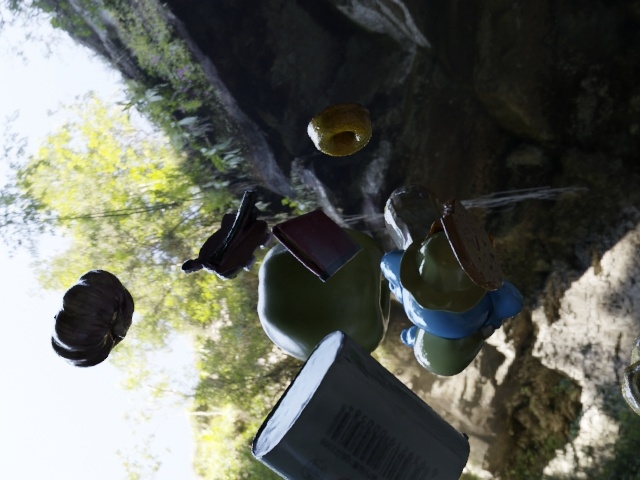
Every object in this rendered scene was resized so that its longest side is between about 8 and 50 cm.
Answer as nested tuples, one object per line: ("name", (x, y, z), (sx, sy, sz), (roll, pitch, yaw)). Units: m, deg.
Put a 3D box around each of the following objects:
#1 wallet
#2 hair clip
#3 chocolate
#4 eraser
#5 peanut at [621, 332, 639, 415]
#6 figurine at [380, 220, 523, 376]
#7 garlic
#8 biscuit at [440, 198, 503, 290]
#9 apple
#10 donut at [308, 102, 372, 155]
("wallet", (0.000, 0.000, 0.978), (0.119, 0.025, 0.232), (43, -162, 6))
("hair clip", (-0.156, -0.005, 1.051), (0.056, 0.146, 0.187), (50, -122, -47))
("chocolate", (0.212, -0.005, 1.166), (0.134, 0.134, 0.309), (28, -149, -34))
("eraser", (0.056, 0.243, 0.683), (0.227, 0.081, 0.174), (42, -111, -15))
("peanut", (0.515, 0.202, 0.841), (0.137, 0.122, 0.253), (48, -144, 17))
("figurine", (0.175, 0.092, 0.845), (0.153, 0.262, 0.180), (-22, -122, -27))
("garlic", (-0.357, 0.128, 0.908), (0.147, 0.102, 0.159), (-34, -34, -74))
("biscuit", (0.170, 0.007, 0.641), (0.130, 0.019, 0.102), (30, -139, -47))
("apple", (0.013, 0.142, 1.433), (0.357, 0.357, 0.358), (2, -93, -38))
("donut", (0.050, -0.241, 1.264), (0.151, 0.152, 0.058), (3, -121, -38))
